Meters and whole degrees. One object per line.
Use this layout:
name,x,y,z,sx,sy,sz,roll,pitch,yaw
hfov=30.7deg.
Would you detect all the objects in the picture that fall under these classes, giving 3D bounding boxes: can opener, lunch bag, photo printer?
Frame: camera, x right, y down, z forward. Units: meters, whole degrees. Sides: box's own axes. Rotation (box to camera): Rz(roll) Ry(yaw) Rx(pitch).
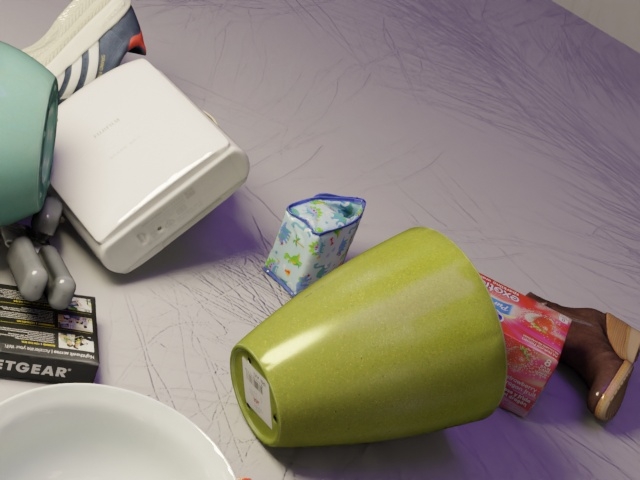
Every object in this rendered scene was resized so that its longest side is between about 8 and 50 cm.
can opener,-0.375,0.010,1.541,0.074,0.093,0.280,19,13,-25
lunch bag,0.000,0.000,1.799,0.151,0.129,0.096,-17,50,-45
photo printer,-0.285,-0.126,1.716,0.256,0.107,0.307,-38,53,-9

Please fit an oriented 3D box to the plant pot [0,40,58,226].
plant pot,-0.473,-0.141,1.529,0.235,0.293,0.293,8,34,-7

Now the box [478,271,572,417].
box,0.230,0.134,1.747,0.257,0.123,0.128,27,33,7

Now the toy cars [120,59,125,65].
toy cars,-0.428,-0.297,2.010,0.176,0.087,0.394,24,32,1

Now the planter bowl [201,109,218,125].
planter bowl,-0.214,-0.113,1.820,0.162,0.109,0.162,-10,55,14

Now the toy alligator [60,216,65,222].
toy alligator,-0.452,-0.074,1.709,0.051,0.056,0.189,-44,72,-8

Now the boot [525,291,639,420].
boot,0.391,0.180,1.847,0.207,0.090,0.248,19,31,17

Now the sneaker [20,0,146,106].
sneaker,-0.406,-0.245,1.833,0.131,0.148,0.350,24,60,43

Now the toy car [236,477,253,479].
toy car,-0.057,0.307,1.391,0.122,0.040,0.060,14,33,-14

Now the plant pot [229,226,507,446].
plant pot,0.041,0.152,1.513,0.293,0.275,0.275,-17,47,-25

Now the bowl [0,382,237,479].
bowl,-0.240,0.296,1.207,0.297,0.134,0.298,16,33,-11

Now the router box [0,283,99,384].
router box,-0.373,0.116,1.473,0.179,0.046,0.133,10,34,-20
